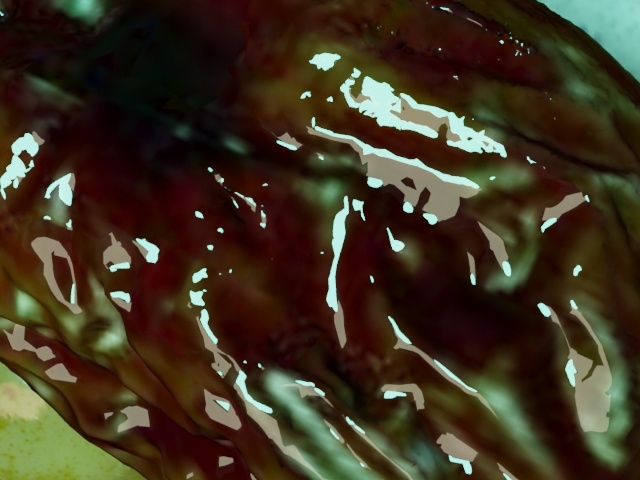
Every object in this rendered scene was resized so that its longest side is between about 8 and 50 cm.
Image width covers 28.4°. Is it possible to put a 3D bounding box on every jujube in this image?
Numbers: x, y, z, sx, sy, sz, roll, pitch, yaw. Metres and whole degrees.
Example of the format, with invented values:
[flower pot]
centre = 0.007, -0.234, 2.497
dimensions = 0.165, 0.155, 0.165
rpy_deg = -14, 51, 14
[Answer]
[jujube]
centre = 0.002, -0.001, 0.563
dimensions = 0.377, 0.276, 0.276
rpy_deg = 35, 129, 12

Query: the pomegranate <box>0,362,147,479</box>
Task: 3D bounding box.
[pomegranate]
centre = -0.128, 0.070, 0.763
dimensions = 0.207, 0.207, 0.207
rpy_deg = 18, 120, 34
